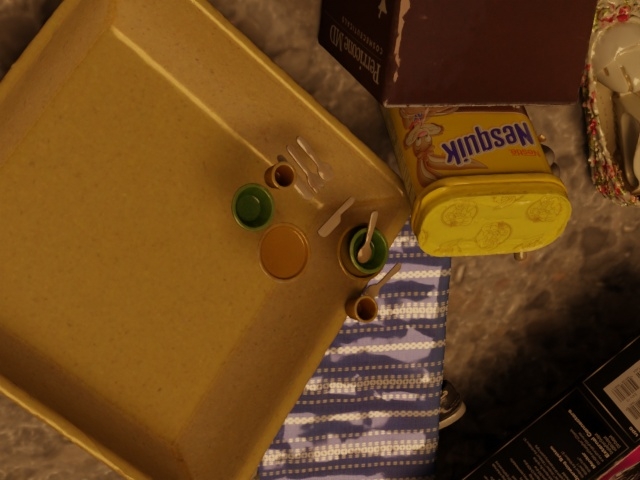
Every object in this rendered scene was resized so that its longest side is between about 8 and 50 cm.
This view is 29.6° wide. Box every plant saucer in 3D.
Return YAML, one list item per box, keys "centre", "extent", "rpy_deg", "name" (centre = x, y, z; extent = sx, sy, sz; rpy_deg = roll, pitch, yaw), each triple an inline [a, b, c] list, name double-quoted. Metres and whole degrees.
- centre: [-0.133, -0.003, 0.941]
  extent: [0.333, 0.081, 0.332]
  rpy_deg: [41, 69, -23]
  name: "plant saucer"

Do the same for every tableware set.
- centre: [0.000, 0.000, 0.958]
  extent: [0.104, 0.024, 0.154]
  rpy_deg: [-46, 110, -23]
  name: "tableware set"

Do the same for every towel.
- centre: [0.001, 0.128, 1.123]
  extent: [0.243, 0.040, 0.336]
  rpy_deg: [-3, 111, -13]
  name: "towel"

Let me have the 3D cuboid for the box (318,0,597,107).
- centre: [0.107, -0.225, 0.930]
  extent: [0.167, 0.168, 0.203]
  rpy_deg: [-3, 117, -19]
  name: "box"

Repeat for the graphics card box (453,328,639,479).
- centre: [0.268, 0.216, 1.205]
  extent: [0.371, 0.094, 0.233]
  rpy_deg: [-41, 153, 3]
  name: "graphics card box"

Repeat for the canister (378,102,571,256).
- centre: [0.121, -0.075, 1.005]
  extent: [0.126, 0.170, 0.073]
  rpy_deg: [-3, 140, -13]
  name: "canister"

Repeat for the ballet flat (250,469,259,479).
- centre: [-0.124, 0.153, 1.038]
  extent: [0.123, 0.123, 0.348]
  rpy_deg: [-35, 101, 1]
  name: "ballet flat"

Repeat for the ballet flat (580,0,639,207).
- centre: [0.279, -0.131, 1.093]
  extent: [0.091, 0.077, 0.241]
  rpy_deg: [-23, 121, -5]
  name: "ballet flat"

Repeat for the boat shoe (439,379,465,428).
- centre: [0.083, 0.181, 1.206]
  extent: [0.125, 0.046, 0.038]
  rpy_deg: [-28, 109, 8]
  name: "boat shoe"

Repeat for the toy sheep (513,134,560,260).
- centre: [0.178, -0.043, 1.098]
  extent: [0.091, 0.091, 0.132]
  rpy_deg: [-7, 113, -16]
  name: "toy sheep"
